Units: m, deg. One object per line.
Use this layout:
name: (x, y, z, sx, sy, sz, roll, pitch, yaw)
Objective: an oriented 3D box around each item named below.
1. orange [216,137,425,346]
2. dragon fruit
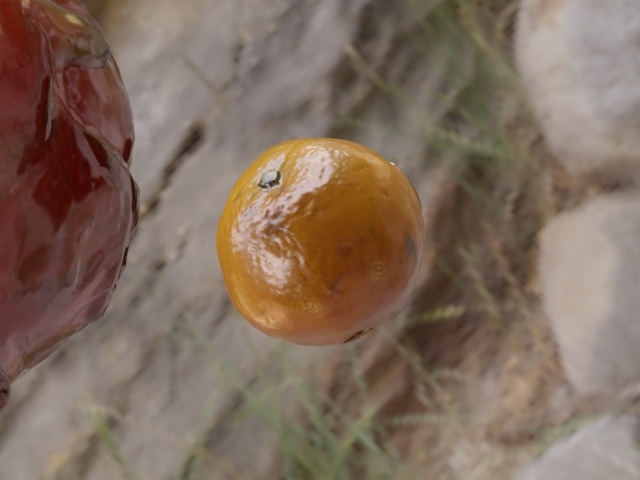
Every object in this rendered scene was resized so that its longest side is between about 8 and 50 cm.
orange: (0.000, 0.001, 0.763, 0.083, 0.083, 0.083, -41, 12, 11)
dragon fruit: (-0.142, -0.024, 0.591, 0.172, 0.172, 0.209, -35, -2, 35)
